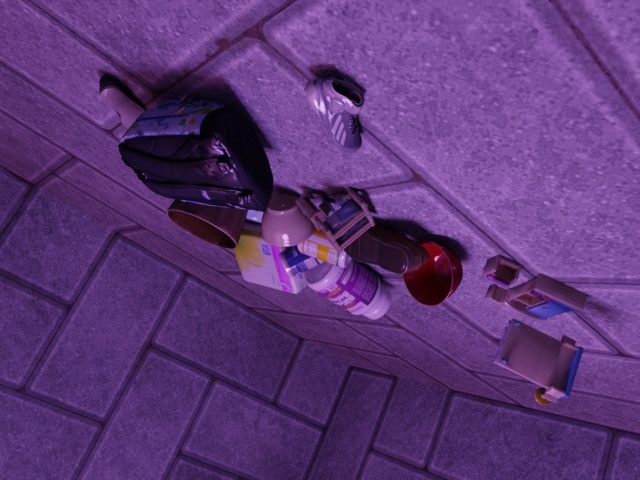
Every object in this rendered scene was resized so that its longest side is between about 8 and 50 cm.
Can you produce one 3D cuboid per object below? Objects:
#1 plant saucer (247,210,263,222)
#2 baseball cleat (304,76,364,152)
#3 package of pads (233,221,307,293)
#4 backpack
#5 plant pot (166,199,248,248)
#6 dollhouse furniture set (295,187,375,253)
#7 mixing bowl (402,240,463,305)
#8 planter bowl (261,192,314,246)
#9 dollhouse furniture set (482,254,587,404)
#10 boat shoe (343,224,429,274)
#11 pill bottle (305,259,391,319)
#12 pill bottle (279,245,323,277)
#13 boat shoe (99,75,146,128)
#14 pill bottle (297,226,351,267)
[{"bbox_3d":[-0.196,-0.100,1.843,0.195,0.037,0.195,13,167,3],"label":"plant saucer"},{"bbox_3d":[0.051,-0.242,1.121,0.110,0.072,0.206,2,156,36],"label":"baseball cleat"},{"bbox_3d":[-0.182,0.063,2.068,0.297,0.101,0.229,11,127,37],"label":"package of pads"},{"bbox_3d":[-0.321,-0.217,1.409,0.356,0.273,0.290,-7,142,21],"label":"backpack"},{"bbox_3d":[-0.285,-0.128,1.602,0.216,0.230,0.215,22,162,7],"label":"plant pot"},{"bbox_3d":[0.031,-0.089,1.542,0.183,0.129,0.129,49,176,33],"label":"dollhouse furniture set"},{"bbox_3d":[0.326,0.085,1.569,0.098,0.181,0.181,-7,-177,-37],"label":"mixing bowl"},{"bbox_3d":[-0.104,-0.071,1.685,0.162,0.162,0.109,15,133,27],"label":"planter bowl"},{"bbox_3d":[0.519,0.250,1.518,0.287,0.303,0.198,25,161,0],"label":"dollhouse furniture set"},{"bbox_3d":[0.167,0.012,1.600,0.105,0.110,0.307,-14,-148,-38],"label":"boat shoe"},{"bbox_3d":[0.107,0.161,2.004,0.302,0.169,0.169,35,159,-28],"label":"pill bottle"},{"bbox_3d":[-0.044,0.047,1.881,0.094,0.170,0.094,63,-175,-10],"label":"pill bottle"},{"bbox_3d":[-0.533,-0.374,1.544,0.064,0.075,0.206,64,-177,23],"label":"boat shoe"},{"bbox_3d":[0.000,0.000,1.775,0.209,0.117,0.117,19,161,15],"label":"pill bottle"}]
